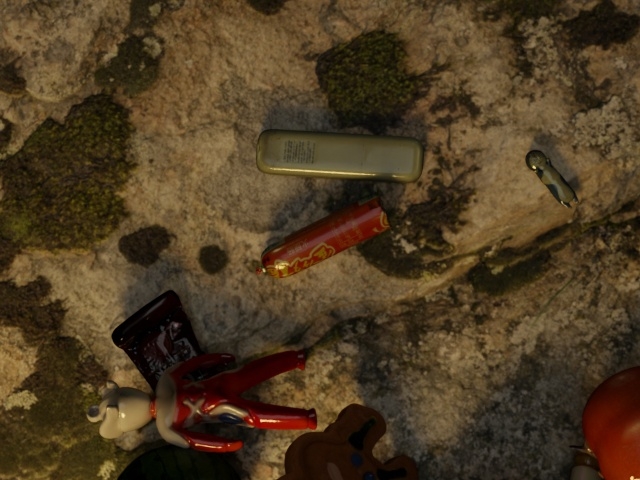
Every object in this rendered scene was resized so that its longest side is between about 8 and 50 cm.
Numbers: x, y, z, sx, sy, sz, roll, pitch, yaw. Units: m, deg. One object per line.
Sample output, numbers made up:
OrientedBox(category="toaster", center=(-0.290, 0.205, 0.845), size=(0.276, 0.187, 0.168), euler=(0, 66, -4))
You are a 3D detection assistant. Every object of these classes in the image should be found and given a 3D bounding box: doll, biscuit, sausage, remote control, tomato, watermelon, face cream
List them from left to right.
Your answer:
OrientedBox(category="biscuit", center=(-0.269, 0.225, 1.462), size=(0.151, 0.063, 0.235), euler=(-32, 84, 4))
OrientedBox(category="watermelon", center=(-0.241, 0.461, 1.351), size=(0.242, 0.242, 0.242), euler=(-1, 86, 7))
OrientedBox(category="doll", center=(-0.203, 0.276, 1.374), size=(0.384, 0.099, 0.188), euler=(-2, 46, -9))
OrientedBox(category="sausage", center=(0.000, 0.000, 1.444), size=(0.264, 0.083, 0.083), euler=(-26, 83, 6))
OrientedBox(category="remote control", center=(0.033, -0.156, 1.468), size=(0.309, 0.038, 0.090), euler=(3, 85, 7))
OrientedBox(category="biscuit", center=(0.037, 0.393, 1.300), size=(0.047, 0.334, 0.202), euler=(-42, 76, 39))
OrientedBox(category="doll", center=(0.410, -0.109, 1.423), size=(0.037, 0.027, 0.125), euler=(-39, 82, -5))
OrientedBox(category="face cream", center=(0.433, 0.442, 1.328), size=(0.051, 0.072, 0.182), euler=(2, 55, 28))
OrientedBox(category="tomato", center=(0.539, 0.321, 1.267), size=(0.224, 0.256, 0.256), euler=(-43, 82, 18))
